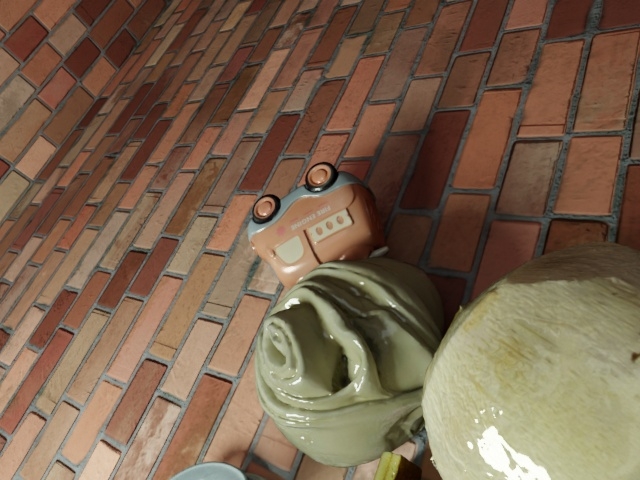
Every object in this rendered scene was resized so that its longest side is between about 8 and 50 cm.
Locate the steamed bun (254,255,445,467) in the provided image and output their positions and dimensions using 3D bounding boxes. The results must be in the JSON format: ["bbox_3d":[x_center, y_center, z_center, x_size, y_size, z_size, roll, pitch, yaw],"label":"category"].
[{"bbox_3d":[0.039,0.169,0.754,0.324,0.219,0.310,-29,57,14],"label":"steamed bun"}]

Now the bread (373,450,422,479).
[{"bbox_3d":[0.104,0.352,0.681,0.035,0.094,0.090,3,59,36],"label":"bread"}]

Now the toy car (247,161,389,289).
[{"bbox_3d":[0.000,0.000,0.967,0.270,0.180,0.213,-29,56,11],"label":"toy car"}]

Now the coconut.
[{"bbox_3d":[0.285,0.181,0.516,0.346,0.346,0.360,-42,36,-2],"label":"coconut"}]

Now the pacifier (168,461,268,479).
[{"bbox_3d":[-0.167,0.432,0.713,0.238,0.226,0.287,-30,44,-16],"label":"pacifier"}]
